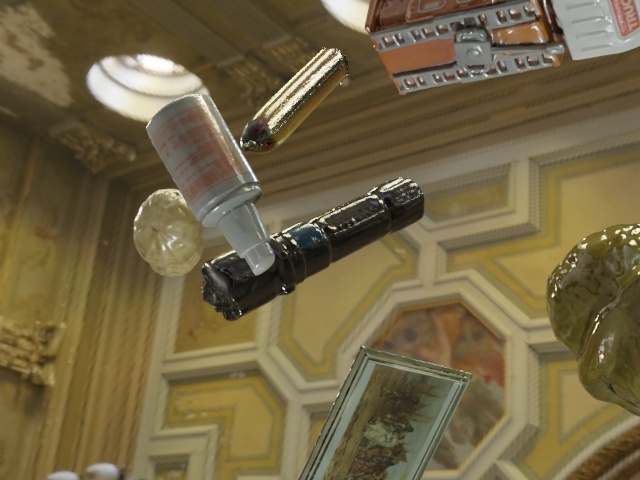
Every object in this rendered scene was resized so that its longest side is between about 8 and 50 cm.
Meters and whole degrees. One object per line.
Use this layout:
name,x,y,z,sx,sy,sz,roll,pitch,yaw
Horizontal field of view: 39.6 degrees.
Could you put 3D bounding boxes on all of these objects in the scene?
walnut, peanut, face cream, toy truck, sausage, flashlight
walnut,0.460,0.113,1.213,0.253,0.277,0.281,-31,-122,27
peanut,-0.262,-0.002,1.540,0.256,0.124,0.123,113,-14,-68
face cream,-0.133,-0.070,1.196,0.101,0.101,0.251,-35,-102,22
toy truck,0.261,-0.323,1.190,0.388,0.173,0.206,-6,-131,31
sausage,-0.050,-0.243,1.600,0.082,0.082,0.371,-15,-156,35
flashlight,0.000,0.000,1.432,0.424,0.103,0.103,-27,-147,-32

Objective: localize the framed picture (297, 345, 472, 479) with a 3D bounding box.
framed picture,0.085,0.286,1.241,0.017,0.217,0.274,38,-72,54
